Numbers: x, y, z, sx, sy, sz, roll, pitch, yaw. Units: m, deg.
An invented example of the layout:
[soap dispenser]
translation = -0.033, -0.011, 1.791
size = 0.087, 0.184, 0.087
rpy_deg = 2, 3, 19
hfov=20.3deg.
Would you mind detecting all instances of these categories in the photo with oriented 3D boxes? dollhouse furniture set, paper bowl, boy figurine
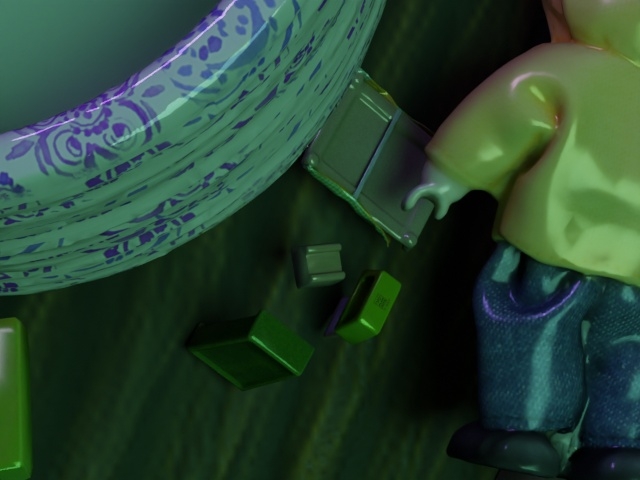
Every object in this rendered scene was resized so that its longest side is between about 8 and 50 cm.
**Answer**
[dollhouse furniture set]
translation = 0.000, 0.000, 0.858
size = 0.076, 0.058, 0.152
rpy_deg = 38, 64, -21
[paper bowl]
translation = -0.113, -0.116, 0.656
size = 0.284, 0.284, 0.148
rpy_deg = -47, 160, -10
[boy figurine]
translation = 0.124, -0.027, 0.854
size = 0.177, 0.092, 0.285
rpy_deg = 8, 86, -15

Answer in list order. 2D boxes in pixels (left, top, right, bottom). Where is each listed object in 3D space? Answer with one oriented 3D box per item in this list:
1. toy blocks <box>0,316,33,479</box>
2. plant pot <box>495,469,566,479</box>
[toy blocks]
translation = -0.256, 0.124, 0.631
size = 0.381, 0.191, 0.261
rpy_deg = -11, 148, 3
[plant pot]
translation = 0.255, 0.202, 0.891
size = 0.256, 0.274, 0.256
rpy_deg = -7, 105, -26
